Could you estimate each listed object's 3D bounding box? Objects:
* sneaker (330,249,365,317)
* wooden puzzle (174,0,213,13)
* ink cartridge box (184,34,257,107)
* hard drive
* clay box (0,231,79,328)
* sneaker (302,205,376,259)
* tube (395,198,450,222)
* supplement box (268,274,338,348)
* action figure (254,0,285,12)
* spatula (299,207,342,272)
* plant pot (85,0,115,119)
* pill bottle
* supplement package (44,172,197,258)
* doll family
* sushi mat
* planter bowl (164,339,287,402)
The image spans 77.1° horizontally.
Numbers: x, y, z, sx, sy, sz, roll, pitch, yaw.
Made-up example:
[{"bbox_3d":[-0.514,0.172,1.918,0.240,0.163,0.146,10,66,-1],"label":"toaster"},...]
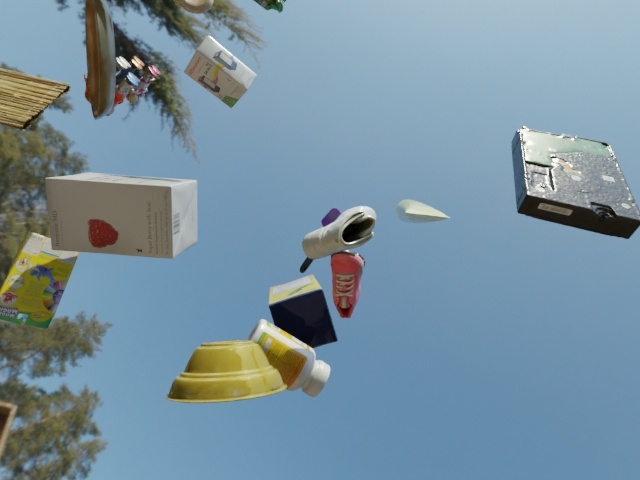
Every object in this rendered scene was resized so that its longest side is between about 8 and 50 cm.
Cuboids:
[{"bbox_3d":[0.094,0.157,1.375,0.116,0.136,0.313,1,-41,10],"label":"sneaker"},{"bbox_3d":[-0.354,-0.604,0.730,0.081,0.348,0.321,-28,-128,37],"label":"wooden puzzle"},{"bbox_3d":[-0.369,-0.613,1.475,0.212,0.093,0.154,36,-29,-25],"label":"ink cartridge box"},{"bbox_3d":[0.595,-0.155,0.971,0.237,0.338,0.064,14,-45,9],"label":"hard drive"},{"bbox_3d":[-0.722,0.103,1.022,0.053,0.128,0.221,-16,-124,44],"label":"clay box"},{"bbox_3d":[0.106,-0.034,1.103,0.169,0.293,0.108,-17,-79,47],"label":"sneaker"},{"bbox_3d":[0.224,-0.065,0.951,0.070,0.240,0.062,-35,-85,4],"label":"tube"},{"bbox_3d":[-0.076,0.270,1.521,0.194,0.356,0.195,-17,-84,-5],"label":"supplement box"},{"bbox_3d":[-0.165,-0.739,1.168,0.137,0.063,0.232,-30,-111,-6],"label":"action figure"},{"bbox_3d":[0.000,0.000,1.487,0.030,0.296,0.084,5,-37,38],"label":"spatula"},{"bbox_3d":[-0.422,-0.352,0.770,0.236,0.033,0.236,12,-76,55],"label":"plant pot"},{"bbox_3d":[-0.101,0.344,1.152,0.246,0.136,0.136,33,-65,-7],"label":"pill bottle"},{"bbox_3d":[-0.477,-0.067,0.996,0.293,0.175,0.177,4,-77,2],"label":"supplement package"},{"bbox_3d":[-0.584,-0.451,1.150,0.163,0.263,0.118,-36,-67,19],"label":"doll family"},{"bbox_3d":[-0.708,-0.317,0.855,0.317,0.151,0.019,16,-35,10],"label":"sushi mat"},{"bbox_3d":[-0.172,0.232,0.743,0.217,0.217,0.090,-9,-102,28],"label":"planter bowl"}]
